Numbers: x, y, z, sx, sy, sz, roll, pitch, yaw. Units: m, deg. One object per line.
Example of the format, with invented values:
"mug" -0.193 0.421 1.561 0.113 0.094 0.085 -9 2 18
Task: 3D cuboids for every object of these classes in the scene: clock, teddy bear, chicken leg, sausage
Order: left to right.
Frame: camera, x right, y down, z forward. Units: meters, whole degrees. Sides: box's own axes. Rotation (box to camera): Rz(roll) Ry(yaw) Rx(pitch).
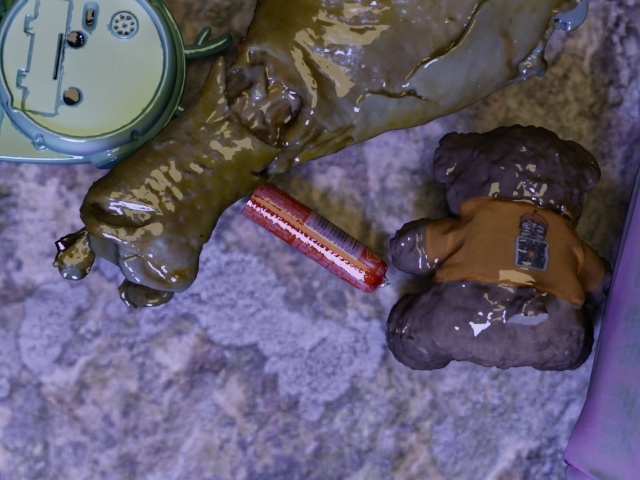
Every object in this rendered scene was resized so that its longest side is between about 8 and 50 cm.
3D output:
"clock" -0.174 -0.135 1.082 0.211 0.066 0.159 6 86 -7
"chicken leg" -0.013 -0.103 1.045 0.429 0.153 0.201 -40 96 -12
"sausage" 0.000 0.000 1.108 0.129 0.034 0.034 33 83 -4
"teddy bear" 0.142 0.005 1.079 0.177 0.140 0.190 6 77 -3

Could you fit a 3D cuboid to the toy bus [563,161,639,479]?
"toy bus" 0.295 0.061 1.048 0.162 0.171 0.386 9 76 29
